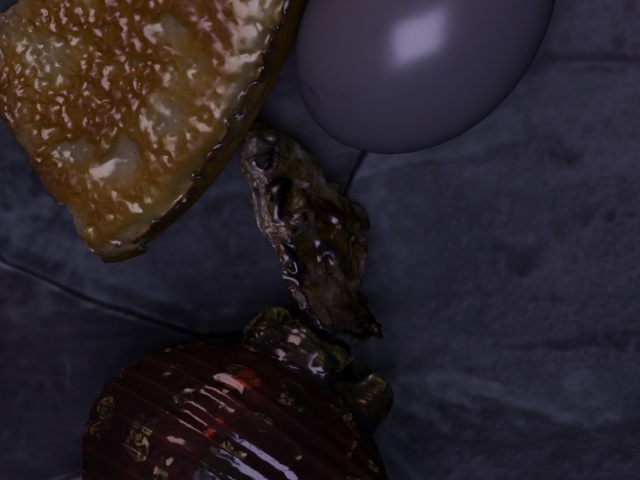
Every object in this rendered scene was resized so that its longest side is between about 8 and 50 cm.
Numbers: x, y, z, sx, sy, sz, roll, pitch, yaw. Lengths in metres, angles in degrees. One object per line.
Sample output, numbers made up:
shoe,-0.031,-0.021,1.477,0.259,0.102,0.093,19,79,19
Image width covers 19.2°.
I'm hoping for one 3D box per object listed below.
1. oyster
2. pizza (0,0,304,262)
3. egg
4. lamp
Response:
oyster,-0.005,-0.006,1.332,0.056,0.105,0.177,-35,75,27
pizza,-0.131,-0.151,1.314,0.223,0.089,0.323,31,111,7
egg,0.071,-0.144,1.260,0.199,0.146,0.146,-39,96,13
lamp,-0.052,0.166,1.316,0.247,0.247,0.247,2,104,7
